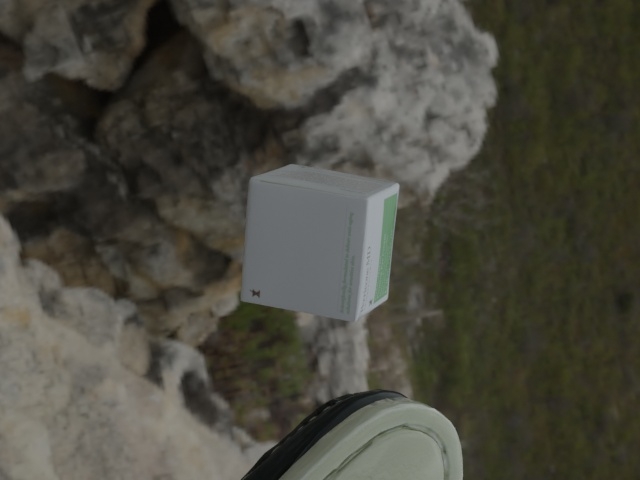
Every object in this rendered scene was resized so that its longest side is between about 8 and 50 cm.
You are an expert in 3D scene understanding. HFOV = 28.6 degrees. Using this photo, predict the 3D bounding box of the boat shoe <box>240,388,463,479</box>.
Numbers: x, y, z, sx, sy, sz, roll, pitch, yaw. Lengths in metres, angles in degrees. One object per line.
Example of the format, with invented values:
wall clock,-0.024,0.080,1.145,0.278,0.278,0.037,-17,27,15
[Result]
boat shoe,-0.062,0.194,0.564,0.127,0.340,0.113,16,16,-38

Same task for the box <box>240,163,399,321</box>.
box,0.000,0.000,0.988,0.087,0.102,0.101,-26,123,-66
